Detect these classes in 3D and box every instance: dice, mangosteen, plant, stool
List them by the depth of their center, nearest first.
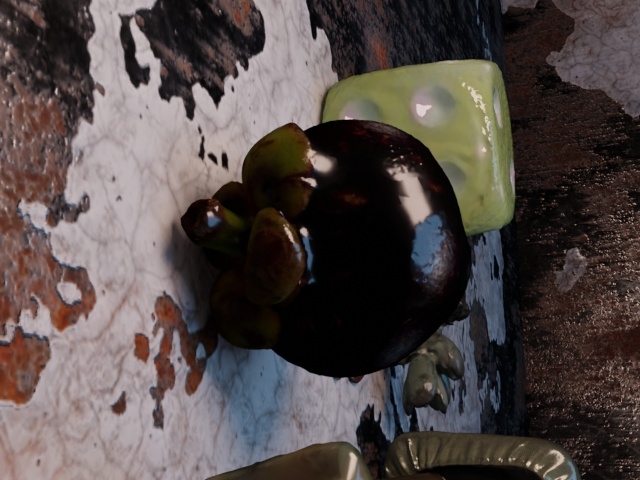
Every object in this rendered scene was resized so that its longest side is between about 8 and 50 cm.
[{"bbox_3d":[0.002,-0.002,0.883,0.233,0.288,0.287,-85,160,-52],"label":"mangosteen"},{"bbox_3d":[0.203,0.444,1.222,0.226,0.310,0.310,-1,88,-64],"label":"stool"},{"bbox_3d":[0.157,-0.134,1.305,0.254,0.252,0.249,-24,108,-68],"label":"dice"},{"bbox_3d":[0.163,0.147,1.416,0.146,0.149,0.274,17,65,-52],"label":"plant"}]

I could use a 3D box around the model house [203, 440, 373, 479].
[{"bbox_3d":[-0.033,0.404,0.579,0.400,0.395,0.445,-49,115,-84],"label":"model house"}]

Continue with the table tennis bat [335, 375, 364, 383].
[{"bbox_3d":[0.046,0.173,1.276,0.156,0.013,0.087,-33,118,-70],"label":"table tennis bat"}]
